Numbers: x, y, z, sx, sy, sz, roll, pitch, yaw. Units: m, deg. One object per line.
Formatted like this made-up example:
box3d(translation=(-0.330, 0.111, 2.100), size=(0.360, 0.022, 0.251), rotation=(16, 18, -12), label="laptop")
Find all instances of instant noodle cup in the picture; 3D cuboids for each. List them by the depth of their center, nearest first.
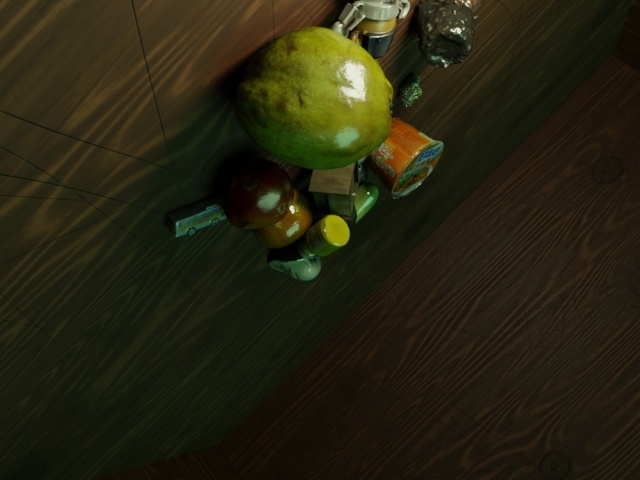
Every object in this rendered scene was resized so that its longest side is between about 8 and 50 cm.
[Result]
box3d(translation=(0.321, -0.346, 2.112), size=(0.296, 0.214, 0.296), rotation=(-36, 157, -18), label="instant noodle cup")

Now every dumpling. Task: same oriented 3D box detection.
box3d(translation=(-0.112, 0.087, 2.241), size=(0.227, 0.175, 0.243), rotation=(-4, 143, 9), label="dumpling")

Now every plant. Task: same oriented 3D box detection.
box3d(translation=(0.401, -0.686, 1.665), size=(0.178, 0.204, 0.234), rotation=(31, 61, -51), label="plant")

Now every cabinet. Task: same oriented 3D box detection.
box3d(translation=(0.058, -0.205, 1.845), size=(0.175, 0.148, 0.215), rotation=(79, 22, -59), label="cabinet")

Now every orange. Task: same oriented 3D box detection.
box3d(translation=(-0.132, -0.078, 1.861), size=(0.237, 0.179, 0.158), rotation=(-37, -161, -10), label="orange")

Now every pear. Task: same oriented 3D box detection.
box3d(translation=(-0.014, -0.355, 1.343), size=(0.413, 0.352, 0.352), rotation=(5, 137, -18), label="pear")

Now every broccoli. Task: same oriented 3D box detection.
box3d(translation=(0.342, -0.561, 1.951), size=(0.092, 0.097, 0.095), rotation=(-14, 175, -43), label="broccoli")

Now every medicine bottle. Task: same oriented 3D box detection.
box3d(translation=(0.000, 0.000, 1.881), size=(0.122, 0.122, 0.212), rotation=(-25, 174, -40), label="medicine bottle")

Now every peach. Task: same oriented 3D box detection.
box3d(translation=(-0.196, -0.140, 1.600), size=(0.243, 0.199, 0.243), rotation=(-35, 159, -16), label="peach")

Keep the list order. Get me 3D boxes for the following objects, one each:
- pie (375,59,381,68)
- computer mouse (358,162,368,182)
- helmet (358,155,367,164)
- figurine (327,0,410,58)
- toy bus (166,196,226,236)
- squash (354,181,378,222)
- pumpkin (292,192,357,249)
box3d(translation=(0.133, -0.513, 1.673), size=(0.163, 0.079, 0.193), rotation=(-54, 157, -1), label="pie")
box3d(translation=(0.167, -0.277, 2.194), size=(0.079, 0.047, 0.135), rotation=(-40, 156, -12), label="computer mouse")
box3d(translation=(0.134, -0.339, 1.945), size=(0.177, 0.107, 0.153), rotation=(-21, 146, -44), label="helmet")
box3d(translation=(0.140, -0.612, 1.420), size=(0.308, 0.143, 0.308), rotation=(-19, 142, -15), label="figurine")
box3d(translation=(-0.376, -0.074, 1.597), size=(0.190, 0.064, 0.075), rotation=(-27, 141, -36), label="toy bus")
box3d(translation=(0.115, -0.111, 2.317), size=(0.370, 0.118, 0.118), rotation=(-47, 158, 17), label="squash")
box3d(translation=(0.013, -0.071, 2.078), size=(0.300, 0.207, 0.300), rotation=(-34, 149, -24), label="pumpkin")
